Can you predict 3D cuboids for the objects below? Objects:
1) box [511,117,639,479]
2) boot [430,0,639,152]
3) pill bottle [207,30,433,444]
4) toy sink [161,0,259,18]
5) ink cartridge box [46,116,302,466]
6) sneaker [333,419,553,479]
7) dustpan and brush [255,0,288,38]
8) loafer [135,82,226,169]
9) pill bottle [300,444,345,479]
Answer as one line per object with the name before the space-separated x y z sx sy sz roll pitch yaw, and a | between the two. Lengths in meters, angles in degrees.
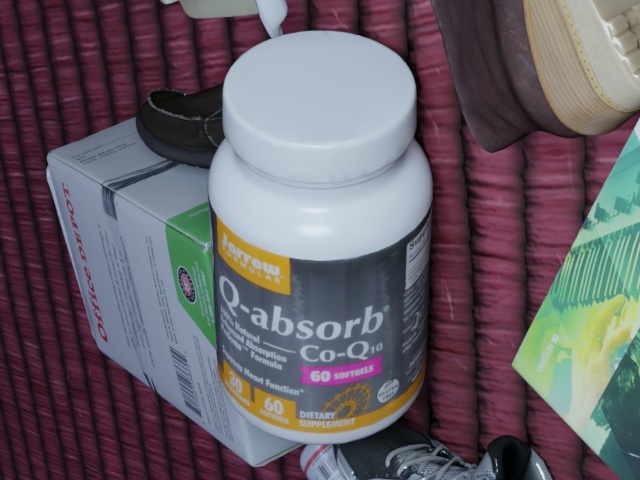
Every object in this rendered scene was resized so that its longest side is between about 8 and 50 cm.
box | 0.256 0.076 1.027 0.322 0.058 0.232 48 128 35
boot | 0.103 -0.173 1.153 0.207 0.090 0.248 -11 100 67
pill bottle | 0.000 0.000 1.427 0.162 0.162 0.278 44 148 38
toy sink | -0.152 -0.263 1.521 0.153 0.131 0.234 9 121 61
ink cartridge box | -0.101 0.032 1.699 0.289 0.121 0.211 29 138 52
sneaker | 0.107 0.172 1.484 0.228 0.086 0.132 39 141 26
dustpan and brush | -0.042 -0.224 1.382 0.147 0.060 0.211 -85 -22 -46
loafer | -0.064 -0.094 1.586 0.220 0.080 0.078 21 110 44
pill bottle | 0.059 0.217 1.596 0.160 0.087 0.087 55 153 22
